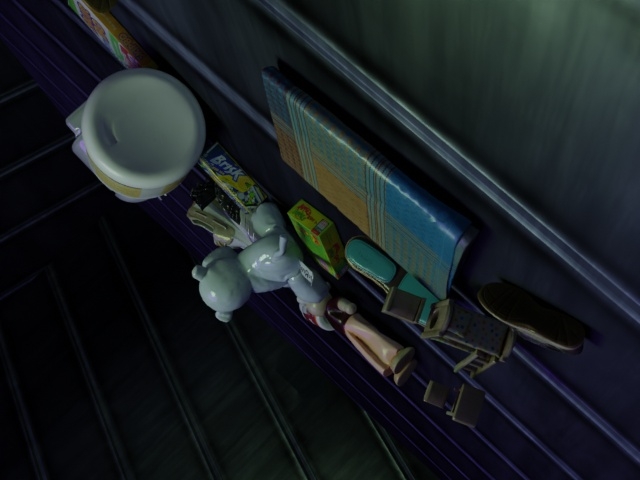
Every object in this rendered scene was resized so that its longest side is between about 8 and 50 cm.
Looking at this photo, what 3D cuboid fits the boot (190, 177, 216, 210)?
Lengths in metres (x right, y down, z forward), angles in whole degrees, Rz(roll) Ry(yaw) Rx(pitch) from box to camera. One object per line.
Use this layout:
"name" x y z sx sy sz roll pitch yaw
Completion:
"boot" -0.267 -0.114 1.816 0.045 0.099 0.121 38 165 33

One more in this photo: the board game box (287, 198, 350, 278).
"board game box" 0.000 0.000 1.469 0.092 0.043 0.181 37 165 29

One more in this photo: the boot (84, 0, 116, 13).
"boot" -0.463 -0.508 1.267 0.165 0.077 0.213 38 169 36

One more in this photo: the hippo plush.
"hippo plush" -0.134 0.086 1.568 0.234 0.236 0.294 56 -177 -24

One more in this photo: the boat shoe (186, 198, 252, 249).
"boat shoe" -0.259 -0.020 2.069 0.302 0.103 0.113 39 166 25

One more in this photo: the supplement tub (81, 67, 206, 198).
"supplement tub" -0.382 -0.215 1.548 0.241 0.241 0.331 47 167 -10

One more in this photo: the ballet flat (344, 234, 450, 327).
"ballet flat" 0.142 0.066 1.218 0.232 0.080 0.073 42 -165 25

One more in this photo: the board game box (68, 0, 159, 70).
"board game box" -0.444 -0.440 1.514 0.259 0.039 0.124 50 166 -10

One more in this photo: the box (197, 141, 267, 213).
"box" -0.201 -0.140 1.622 0.169 0.059 0.054 48 166 -12

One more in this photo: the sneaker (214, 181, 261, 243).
"sneaker" -0.172 -0.068 1.719 0.237 0.085 0.086 55 -176 -15

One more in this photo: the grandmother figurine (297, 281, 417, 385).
"grandmother figurine" 0.075 0.206 1.754 0.342 0.104 0.208 34 150 32

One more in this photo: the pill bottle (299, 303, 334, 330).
"pill bottle" 0.001 0.186 1.945 0.086 0.086 0.152 50 167 -20

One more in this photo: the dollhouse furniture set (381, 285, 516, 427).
"dollhouse furniture set" 0.173 0.171 1.073 0.181 0.161 0.101 21 168 -5

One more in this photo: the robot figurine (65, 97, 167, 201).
"robot figurine" -0.586 -0.256 2.138 0.353 0.200 0.300 48 177 -10

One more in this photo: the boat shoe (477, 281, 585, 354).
"boat shoe" 0.270 0.106 0.937 0.152 0.056 0.049 33 157 41

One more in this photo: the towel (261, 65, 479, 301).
"towel" 0.066 -0.076 1.054 0.370 0.040 0.271 43 167 16
